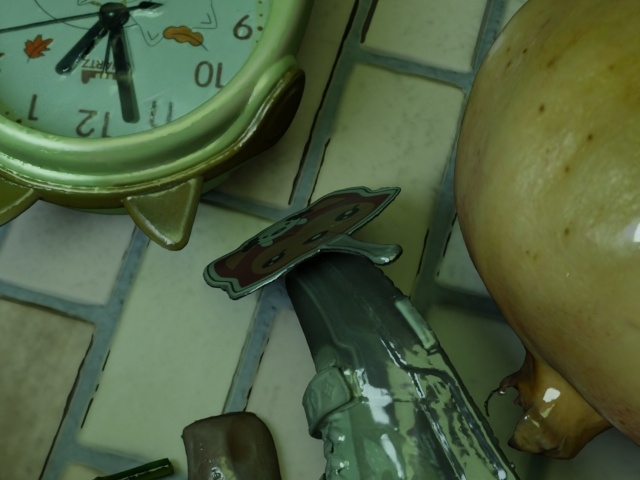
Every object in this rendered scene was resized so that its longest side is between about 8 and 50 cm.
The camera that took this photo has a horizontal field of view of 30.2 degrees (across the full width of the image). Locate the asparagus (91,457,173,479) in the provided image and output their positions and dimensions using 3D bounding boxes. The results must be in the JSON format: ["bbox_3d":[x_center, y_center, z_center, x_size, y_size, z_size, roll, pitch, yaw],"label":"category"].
[{"bbox_3d":[-0.174,0.164,0.759,0.162,0.016,0.016,-12,94,-4],"label":"asparagus"}]

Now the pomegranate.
[{"bbox_3d":[0.222,-0.002,0.679,0.338,0.338,0.338,0,67,0],"label":"pomegranate"}]

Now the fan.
[{"bbox_3d":[0.000,0.000,0.733,0.132,0.220,0.009,-33,105,-15],"label":"fan"}]

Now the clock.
[{"bbox_3d":[-0.143,-0.152,0.837,0.286,0.117,0.349,5,68,2],"label":"clock"}]

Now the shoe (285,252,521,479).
[{"bbox_3d":[0.027,0.143,0.713,0.149,0.109,0.293,-30,70,-11],"label":"shoe"}]

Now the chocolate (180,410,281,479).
[{"bbox_3d":[-0.053,0.154,0.753,0.064,0.031,0.101,-6,66,-7],"label":"chocolate"}]
